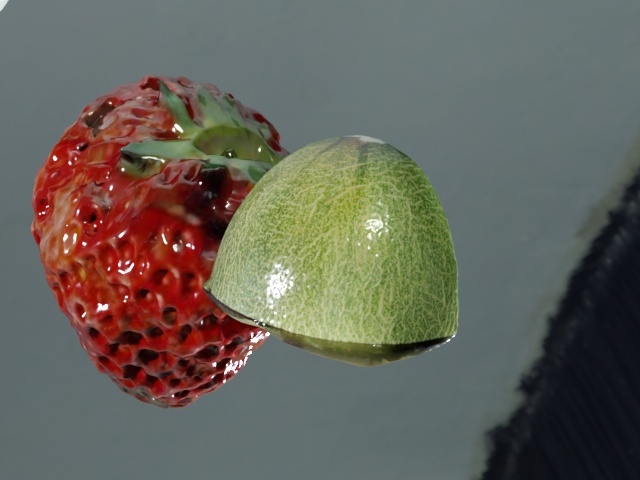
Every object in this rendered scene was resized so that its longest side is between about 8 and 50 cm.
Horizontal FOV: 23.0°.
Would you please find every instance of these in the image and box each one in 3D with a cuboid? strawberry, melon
[{"bbox_3d":[-0.154,0.008,1.484,0.310,0.292,0.292,-44,135,18],"label":"strawberry"},{"bbox_3d":[0.000,0.000,0.914,0.079,0.160,0.128,-1,103,-61],"label":"melon"}]

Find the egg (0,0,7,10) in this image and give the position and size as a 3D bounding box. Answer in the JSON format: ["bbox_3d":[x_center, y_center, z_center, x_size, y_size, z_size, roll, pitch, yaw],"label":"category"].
[{"bbox_3d":[-0.464,-0.336,1.612,0.336,0.278,0.278,34,120,2],"label":"egg"}]
